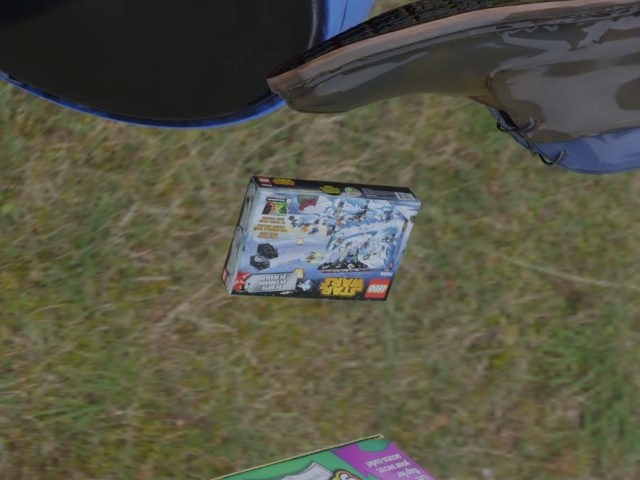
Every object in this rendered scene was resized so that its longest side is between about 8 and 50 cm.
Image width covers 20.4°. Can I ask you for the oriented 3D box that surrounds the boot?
[{"bbox_3d":[0.091,-0.067,0.828,0.219,0.082,0.106,-16,104,-1],"label":"boot"}]

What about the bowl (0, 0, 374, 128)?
[{"bbox_3d":[-0.151,-0.215,1.147,0.391,0.391,0.077,32,57,-16],"label":"bowl"}]

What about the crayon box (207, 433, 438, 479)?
[{"bbox_3d":[-0.075,0.351,1.585,0.363,0.106,0.313,-6,125,-54],"label":"crayon box"}]

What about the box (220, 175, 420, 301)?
[{"bbox_3d":[0.000,0.000,1.363,0.137,0.027,0.094,4,120,-26],"label":"box"}]
